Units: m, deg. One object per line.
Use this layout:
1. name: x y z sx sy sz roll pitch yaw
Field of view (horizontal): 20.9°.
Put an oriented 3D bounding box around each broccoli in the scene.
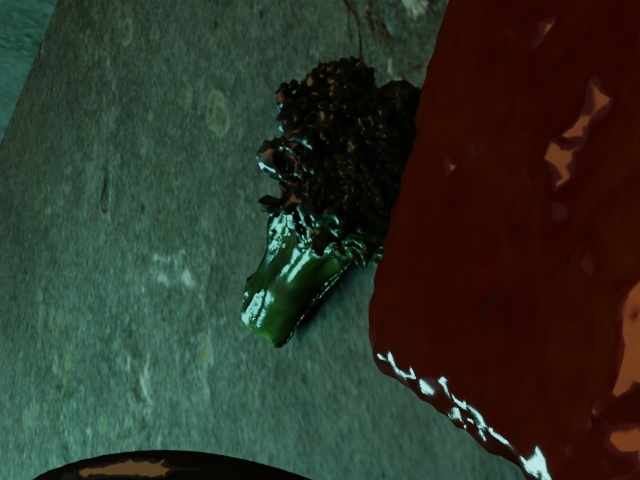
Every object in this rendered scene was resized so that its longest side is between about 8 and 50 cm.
1. broccoli: -0.005 -0.005 1.366 0.304 0.145 0.165 119 161 -54

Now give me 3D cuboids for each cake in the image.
1. cake: 0.206 0.001 0.642 0.269 0.319 0.270 29 99 65

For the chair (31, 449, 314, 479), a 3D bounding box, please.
1. chair: -0.090 0.363 0.963 0.365 0.362 0.410 -12 45 31
